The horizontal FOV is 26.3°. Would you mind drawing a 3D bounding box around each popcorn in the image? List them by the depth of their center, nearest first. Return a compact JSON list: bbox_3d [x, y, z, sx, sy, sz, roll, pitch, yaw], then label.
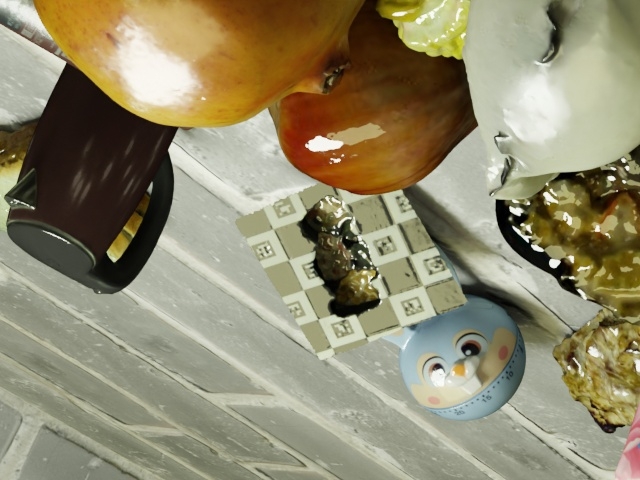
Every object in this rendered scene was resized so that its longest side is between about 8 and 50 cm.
[{"bbox_3d":[0.103,-0.206,1.041,0.126,0.125,0.145,15,168,-7],"label":"popcorn"}]

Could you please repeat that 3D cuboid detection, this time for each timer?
[{"bbox_3d":[0.153,0.124,1.662,0.175,0.175,0.255,6,158,33],"label":"timer"}]

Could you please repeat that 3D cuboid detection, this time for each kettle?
[{"bbox_3d":[-0.243,-0.070,1.503,0.144,0.232,0.202,6,153,35],"label":"kettle"}]

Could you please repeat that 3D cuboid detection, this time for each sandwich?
[{"bbox_3d":[-0.376,-0.055,1.824,0.288,0.099,0.254,2,150,38],"label":"sandwich"}]

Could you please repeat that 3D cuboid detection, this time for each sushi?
[{"bbox_3d":[0.267,-0.032,1.218,0.200,0.204,0.213,47,117,3],"label":"sushi"},{"bbox_3d":[0.037,0.012,1.567,0.192,0.050,0.215,-23,116,16],"label":"sushi"}]

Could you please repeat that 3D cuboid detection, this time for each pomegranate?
[{"bbox_3d":[-0.079,-0.210,1.021,0.264,0.264,0.264,18,157,8],"label":"pomegranate"}]

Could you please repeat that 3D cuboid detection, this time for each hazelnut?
[{"bbox_3d":[0.050,-0.138,1.190,0.186,0.210,0.210,41,162,16],"label":"hazelnut"}]

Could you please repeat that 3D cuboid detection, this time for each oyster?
[{"bbox_3d":[0.401,0.158,1.610,0.204,0.111,0.396,32,159,-17],"label":"oyster"}]

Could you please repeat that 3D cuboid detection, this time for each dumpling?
[{"bbox_3d":[0.199,-0.156,0.969,0.175,0.227,0.243,58,145,-3],"label":"dumpling"}]

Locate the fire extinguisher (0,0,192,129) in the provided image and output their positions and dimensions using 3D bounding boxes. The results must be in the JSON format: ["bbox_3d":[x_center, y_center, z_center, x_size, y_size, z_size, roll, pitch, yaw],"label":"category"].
[{"bbox_3d":[-0.238,-0.241,1.289,0.337,0.114,0.135,28,115,-18],"label":"fire extinguisher"}]

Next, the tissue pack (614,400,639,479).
[{"bbox_3d":[0.417,0.135,1.328,0.137,0.269,0.209,33,158,-22],"label":"tissue pack"}]

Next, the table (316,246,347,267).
[{"bbox_3d":[0.000,0.000,1.639,0.082,0.083,0.070,25,155,-18],"label":"table"}]
